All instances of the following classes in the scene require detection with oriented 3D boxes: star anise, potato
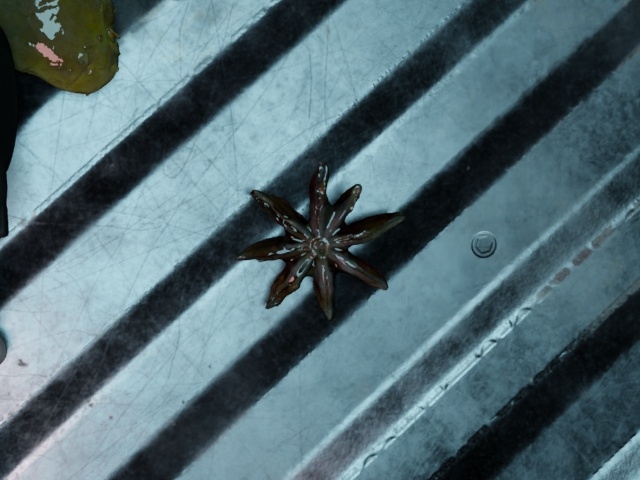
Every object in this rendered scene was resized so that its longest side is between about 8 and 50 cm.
[{"bbox_3d":[0.001,-0.001,1.822,0.288,0.088,0.288,-2,111,-5],"label":"star anise"},{"bbox_3d":[-0.420,-0.350,1.673,0.192,0.141,0.296,-43,105,-2],"label":"potato"}]

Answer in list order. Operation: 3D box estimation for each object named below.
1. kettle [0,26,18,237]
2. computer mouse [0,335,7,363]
[{"bbox_3d":[-0.630,-0.139,1.556,0.377,0.250,0.360,0,88,-2],"label":"kettle"},{"bbox_3d":[-0.539,0.178,1.754,0.096,0.039,0.066,-23,100,10],"label":"computer mouse"}]
